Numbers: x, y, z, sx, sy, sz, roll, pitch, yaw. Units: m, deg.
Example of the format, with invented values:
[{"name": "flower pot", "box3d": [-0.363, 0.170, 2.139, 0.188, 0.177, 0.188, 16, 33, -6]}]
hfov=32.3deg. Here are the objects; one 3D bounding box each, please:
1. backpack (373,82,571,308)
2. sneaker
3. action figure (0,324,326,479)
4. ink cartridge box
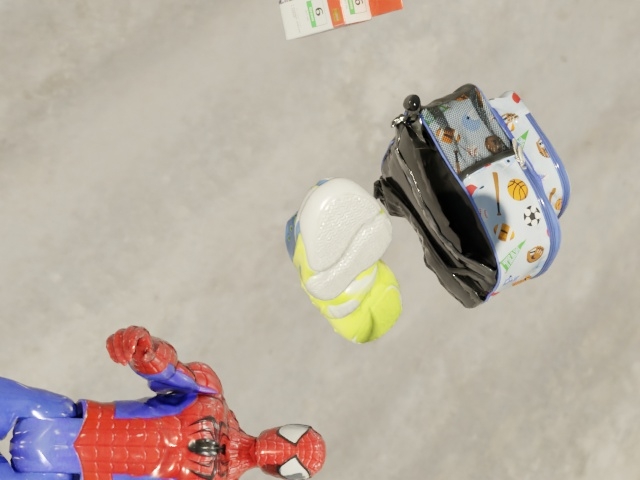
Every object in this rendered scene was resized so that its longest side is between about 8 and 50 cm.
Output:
[{"name": "backpack", "box3d": [0.211, -0.054, 1.493, 0.213, 0.263, 0.276, -20, 164, -9]}, {"name": "sneaker", "box3d": [0.000, 0.000, 0.975, 0.091, 0.126, 0.240, -35, 148, -12]}, {"name": "action figure", "box3d": [-0.110, 0.080, 0.430, 0.280, 0.139, 0.092, 6, 75, -27]}, {"name": "ink cartridge box", "box3d": [0.010, -0.189, 0.820, 0.029, 0.115, 0.063, -18, 100, -34]}]
